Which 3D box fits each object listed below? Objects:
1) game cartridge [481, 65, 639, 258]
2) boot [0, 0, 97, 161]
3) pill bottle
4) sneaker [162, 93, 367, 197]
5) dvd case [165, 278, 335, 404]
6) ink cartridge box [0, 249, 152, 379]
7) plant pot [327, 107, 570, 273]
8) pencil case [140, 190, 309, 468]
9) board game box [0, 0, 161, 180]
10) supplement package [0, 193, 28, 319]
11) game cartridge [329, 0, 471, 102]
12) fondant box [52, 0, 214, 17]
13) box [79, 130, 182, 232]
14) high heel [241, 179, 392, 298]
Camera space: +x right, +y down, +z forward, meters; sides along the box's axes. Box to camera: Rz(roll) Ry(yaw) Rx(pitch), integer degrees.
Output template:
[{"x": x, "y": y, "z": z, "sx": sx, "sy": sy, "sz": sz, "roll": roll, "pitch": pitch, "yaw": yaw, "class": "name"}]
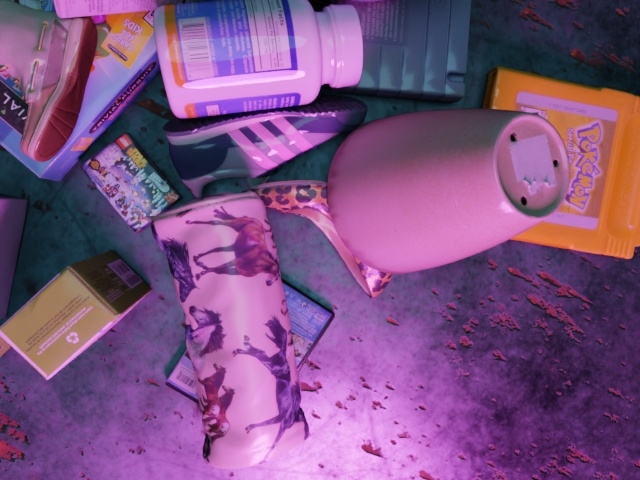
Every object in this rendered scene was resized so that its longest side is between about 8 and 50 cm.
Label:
[{"x": 0.425, "y": -0.129, "z": 0.860, "sx": 0.324, "sy": 0.053, "sz": 0.285, "roll": 9, "pitch": 93, "yaw": -5, "class": "game cartridge"}, {"x": -0.419, "y": -0.227, "z": 0.681, "sx": 0.165, "sy": 0.077, "sz": 0.213, "roll": 15, "pitch": 85, "yaw": -7, "class": "boot"}, {"x": -0.084, "y": -0.266, "z": 0.709, "sx": 0.272, "sy": 0.152, "sz": 0.152, "roll": -9, "pitch": 94, "yaw": -8, "class": "pill bottle"}, {"x": -0.078, "y": -0.155, "z": 0.800, "sx": 0.319, "sy": 0.112, "sz": 0.131, "roll": -11, "pitch": 123, "yaw": -9, "class": "sneaker"}, {"x": -0.117, "y": 0.182, "z": 0.841, "sx": 0.180, "sy": 0.022, "sz": 0.253, "roll": 34, "pitch": 89, "yaw": -7, "class": "dvd case"}, {"x": -0.394, "y": 0.141, "z": 0.730, "sx": 0.255, "sy": 0.189, "sz": 0.097, "roll": -43, "pitch": 98, "yaw": 0, "class": "ink cartridge box"}, {"x": 0.185, "y": -0.081, "z": 0.691, "sx": 0.257, "sy": 0.274, "sz": 0.256, "roll": 2, "pitch": 86, "yaw": -26, "class": "plant pot"}, {"x": -0.135, "y": 0.136, "z": 0.744, "sx": 0.184, "sy": 0.160, "sz": 0.409, "roll": -7, "pitch": 96, "yaw": 31, "class": "pencil case"}, {"x": -0.400, "y": -0.301, "z": 0.758, "sx": 0.254, "sy": 0.079, "sz": 0.336, "roll": 42, "pitch": 89, "yaw": -6, "class": "board game box"}, {"x": -0.548, "y": 0.024, "z": 0.669, "sx": 0.145, "sy": 0.262, "sz": 0.203, "roll": 12, "pitch": 92, "yaw": -6, "class": "supplement package"}, {"x": 0.132, "y": -0.416, "z": 0.813, "sx": 0.230, "sy": 0.068, "sz": 0.354, "roll": 4, "pitch": 93, "yaw": -2, "class": "game cartridge"}, {"x": -0.230, "y": -0.459, "z": 0.694, "sx": 0.331, "sy": 0.096, "sz": 0.238, "roll": -19, "pitch": 89, "yaw": -26, "class": "fondant box"}, {"x": -0.305, "y": -0.094, "z": 0.804, "sx": 0.094, "sy": 0.027, "sz": 0.137, "roll": -40, "pitch": 96, "yaw": -3, "class": "box"}, {"x": 0.000, "y": 0.000, "z": 0.805, "sx": 0.262, "sy": 0.093, "sz": 0.186, "roll": 3, "pitch": 90, "yaw": -12, "class": "high heel"}]
